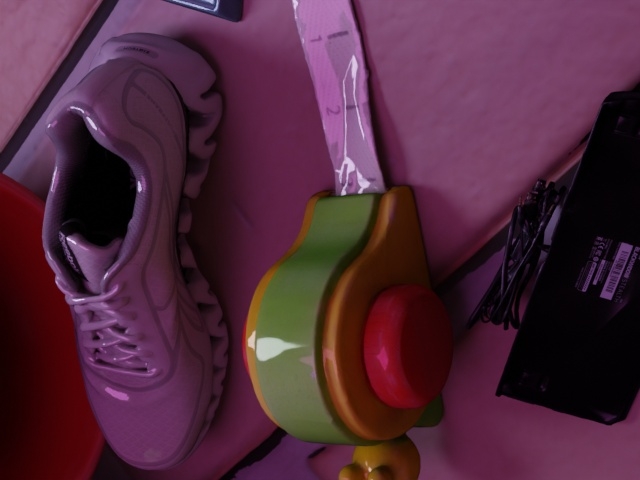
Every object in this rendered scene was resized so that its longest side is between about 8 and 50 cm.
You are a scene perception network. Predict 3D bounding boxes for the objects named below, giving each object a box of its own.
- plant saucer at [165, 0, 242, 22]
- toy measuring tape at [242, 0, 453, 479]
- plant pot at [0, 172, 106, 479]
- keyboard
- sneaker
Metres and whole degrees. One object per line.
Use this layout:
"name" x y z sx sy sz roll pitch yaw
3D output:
"plant saucer" -0.128 -0.187 0.764 0.192 0.018 0.067 21 119 27
"toy measuring tape" 0.000 0.000 0.690 0.121 0.121 0.330 -3 107 35
"plant pot" -0.318 0.090 0.870 0.243 0.275 0.274 -6 105 46
"keyboard" 0.142 0.005 0.655 0.100 0.038 0.192 17 119 2
"sneaker" -0.123 0.025 0.772 0.110 0.118 0.292 5 114 13
